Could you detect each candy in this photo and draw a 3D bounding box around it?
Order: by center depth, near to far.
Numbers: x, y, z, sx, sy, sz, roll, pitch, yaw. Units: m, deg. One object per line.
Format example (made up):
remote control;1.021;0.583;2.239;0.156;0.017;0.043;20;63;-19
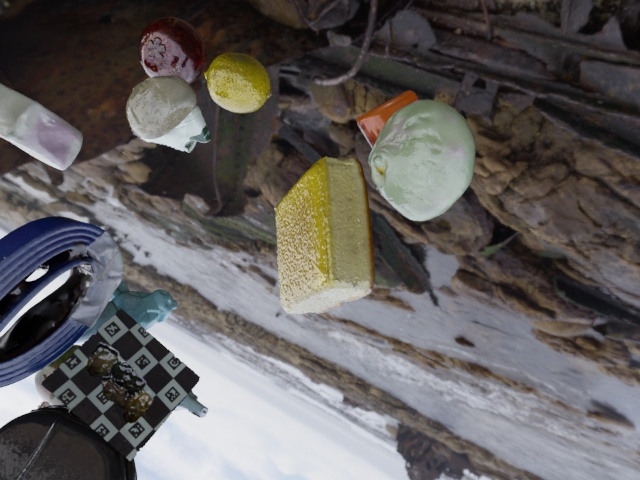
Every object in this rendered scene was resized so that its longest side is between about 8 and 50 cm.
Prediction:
candy;-0.935;-0.371;1.477;0.358;0.145;0.208;27;171;23

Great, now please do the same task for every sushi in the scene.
sushi;-0.377;0.272;0.918;0.215;0.192;0.050;46;144;-9

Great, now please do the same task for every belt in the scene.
belt;-0.533;0.108;0.878;0.117;0.347;0.212;10;141;41

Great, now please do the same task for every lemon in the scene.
lemon;-0.348;-0.667;2.028;0.267;0.267;0.267;26;163;9

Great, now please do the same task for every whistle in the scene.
whistle;-0.456;0.173;1.090;0.093;0.273;0.186;-50;62;42
whistle;-0.395;0.366;1.211;0.269;0.093;0.180;25;155;17

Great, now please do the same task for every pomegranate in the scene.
pomegranate;-0.688;0.395;1.292;0.181;0.224;0.181;31;-176;-2

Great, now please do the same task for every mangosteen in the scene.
mangosteen;-0.466;-0.614;1.563;0.215;0.215;0.257;27;-157;5

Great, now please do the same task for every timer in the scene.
timer;0.276;-0.378;1.716;0.258;0.250;0.161;57;149;-7

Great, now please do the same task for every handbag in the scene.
handbag;-0.484;0.438;0.859;0.307;0.254;0.093;19;152;12

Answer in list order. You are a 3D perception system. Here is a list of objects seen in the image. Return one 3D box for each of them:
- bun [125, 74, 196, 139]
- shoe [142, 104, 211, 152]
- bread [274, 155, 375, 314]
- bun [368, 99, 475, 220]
bun;-0.397;-0.334;1.162;0.113;0.173;0.166;51;132;-4
shoe;-0.601;-0.441;1.992;0.362;0.132;0.160;-7;123;36
bread;0.000;0.000;1.209;0.143;0.333;0.323;4;161;-25
bun;0.212;-0.191;1.110;0.179;0.284;0.283;-1;-176;-37
